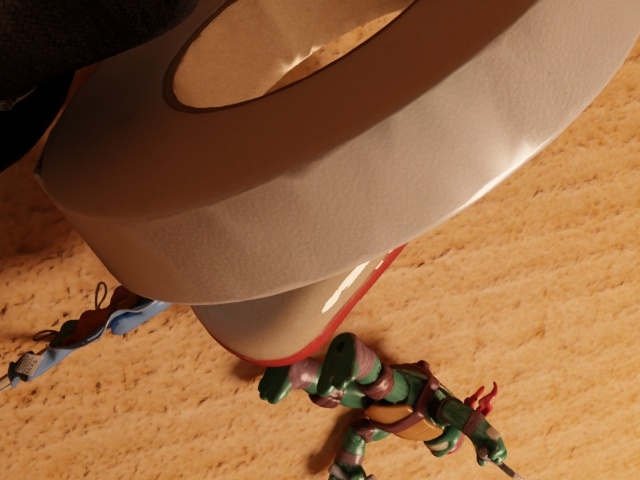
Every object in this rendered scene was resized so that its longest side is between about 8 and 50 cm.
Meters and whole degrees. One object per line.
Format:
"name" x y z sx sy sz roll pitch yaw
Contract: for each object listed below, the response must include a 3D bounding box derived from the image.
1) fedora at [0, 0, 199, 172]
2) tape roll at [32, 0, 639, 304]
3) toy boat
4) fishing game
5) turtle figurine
"fedora" -0.158 -0.186 0.582 0.153 0.334 0.334 -5 113 13
"tape roll" 0.005 -0.118 0.660 0.392 0.392 0.072 -41 121 -12
"toy boat" 0.000 0.000 0.859 0.231 0.151 0.151 -49 151 -7
"fishing game" -0.135 0.037 0.714 0.264 0.189 0.041 -30 96 28
"turtle figurine" 0.068 0.162 0.948 0.175 0.118 0.234 -33 127 32
